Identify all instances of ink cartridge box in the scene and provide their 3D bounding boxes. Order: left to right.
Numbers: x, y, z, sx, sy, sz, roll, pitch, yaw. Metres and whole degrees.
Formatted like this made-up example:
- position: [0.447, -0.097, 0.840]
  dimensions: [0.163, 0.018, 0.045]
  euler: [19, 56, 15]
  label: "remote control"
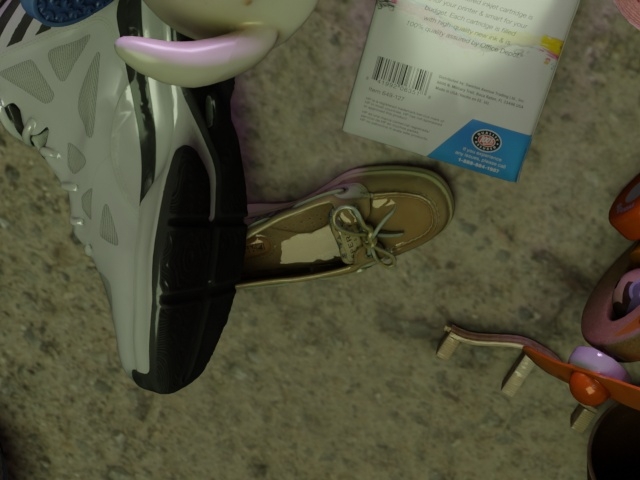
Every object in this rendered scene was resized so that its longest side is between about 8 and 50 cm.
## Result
- position: [0.139, -0.208, 1.423]
  dimensions: [0.171, 0.168, 0.232]
  euler: [18, 120, 2]
  label: "ink cartridge box"

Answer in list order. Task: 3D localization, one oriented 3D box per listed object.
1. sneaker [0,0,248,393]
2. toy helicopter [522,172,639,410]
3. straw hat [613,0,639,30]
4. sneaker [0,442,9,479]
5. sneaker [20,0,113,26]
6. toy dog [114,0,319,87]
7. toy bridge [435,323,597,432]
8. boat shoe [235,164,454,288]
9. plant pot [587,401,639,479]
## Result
- position: [-0.221, -0.077, 1.550]
  dimensions: [0.258, 0.169, 0.447]
  euler: [2, 93, 23]
  label: "sneaker"
- position: [0.309, 0.081, 1.432]
  dimensions: [0.140, 0.355, 0.235]
  euler: [42, 101, -11]
  label: "toy helicopter"
- position: [0.299, -0.237, 1.431]
  dimensions: [0.144, 0.144, 0.061]
  euler: [45, 157, -12]
  label: "straw hat"
- position: [-0.429, 0.339, 1.852]
  dimensions: [0.129, 0.111, 0.297]
  euler: [-2, 117, -11]
  label: "sneaker"
- position: [-0.206, -0.288, 1.436]
  dimensions: [0.090, 0.232, 0.081]
  euler: [25, 151, 33]
  label: "sneaker"
- position: [-0.160, -0.351, 1.267]
  dimensions: [0.408, 0.284, 0.395]
  euler: [33, 75, -17]
  label: "toy dog"
- position: [0.215, 0.136, 1.671]
  dimensions: [0.188, 0.026, 0.063]
  euler: [29, 117, -3]
  label: "toy bridge"
- position: [0.000, 0.000, 1.608]
  dimensions: [0.285, 0.089, 0.104]
  euler: [-16, 113, 19]
  label: "boat shoe"
- position: [0.374, 0.309, 1.642]
  dimensions: [0.215, 0.215, 0.230]
  euler: [8, 132, 8]
  label: "plant pot"
